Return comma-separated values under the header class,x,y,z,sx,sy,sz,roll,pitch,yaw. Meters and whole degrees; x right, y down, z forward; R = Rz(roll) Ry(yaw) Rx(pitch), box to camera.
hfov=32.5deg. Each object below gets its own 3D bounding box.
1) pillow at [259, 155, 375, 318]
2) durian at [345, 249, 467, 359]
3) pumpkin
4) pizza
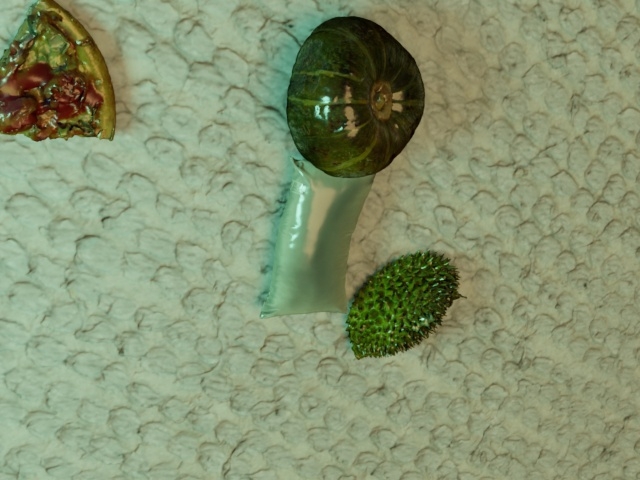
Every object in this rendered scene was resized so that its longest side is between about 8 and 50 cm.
class,x,y,z,sx,sy,sz,roll,pitch,yaw
pillow,0.001,0.001,1.599,0.144,0.078,0.254,1,110,-31
durian,0.145,0.102,1.726,0.220,0.095,0.137,-32,125,-22
pumpkin,0.039,-0.189,1.497,0.219,0.162,0.219,-12,106,-50
pizza,-0.341,-0.171,1.332,0.193,0.053,0.201,-38,126,-11
